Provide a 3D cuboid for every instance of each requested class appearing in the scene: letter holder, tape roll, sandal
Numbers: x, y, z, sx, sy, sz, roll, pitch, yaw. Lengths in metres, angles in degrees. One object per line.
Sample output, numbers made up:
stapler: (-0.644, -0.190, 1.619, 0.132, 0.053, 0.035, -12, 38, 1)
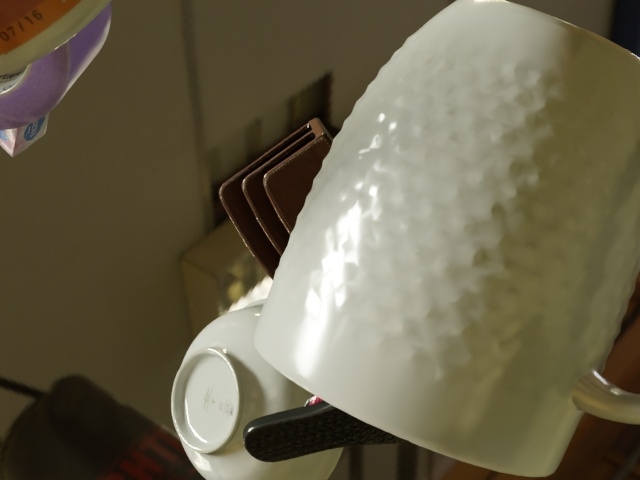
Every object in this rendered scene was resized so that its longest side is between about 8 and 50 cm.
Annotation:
letter holder: (0.000, 0.000, 1.876, 0.214, 0.152, 0.302, -35, -75, 5)
tape roll: (-0.262, -0.184, 0.927, 0.080, 0.189, 0.189, -67, -18, -46)
sandal: (0.019, 0.145, 1.022, 0.040, 0.179, 0.067, -83, -26, -50)

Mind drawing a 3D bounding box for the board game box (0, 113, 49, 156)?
board game box: (-0.466, -0.297, 1.537, 0.066, 0.319, 0.318, -44, -4, -28)

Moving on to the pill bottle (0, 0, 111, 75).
pill bottle: (-0.178, -0.179, 0.495, 0.121, 0.121, 0.216, -53, -45, -17)

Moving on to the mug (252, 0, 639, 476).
mug: (0.167, 0.001, 0.964, 0.276, 0.374, 0.328, 13, -79, -58)

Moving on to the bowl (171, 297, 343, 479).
bowl: (-0.110, 0.221, 1.655, 0.134, 0.298, 0.297, 8, -73, -45)
